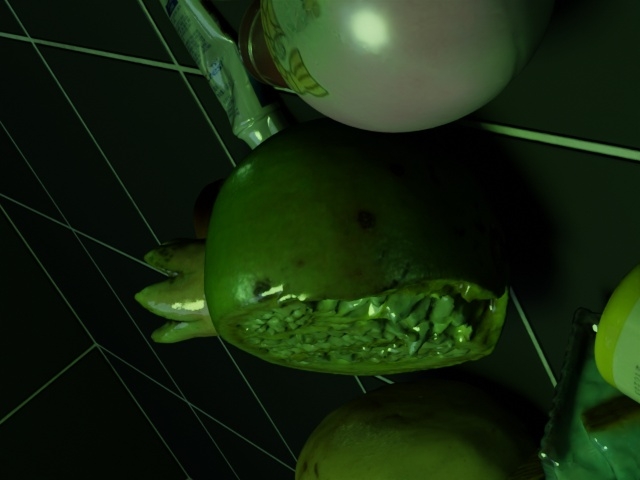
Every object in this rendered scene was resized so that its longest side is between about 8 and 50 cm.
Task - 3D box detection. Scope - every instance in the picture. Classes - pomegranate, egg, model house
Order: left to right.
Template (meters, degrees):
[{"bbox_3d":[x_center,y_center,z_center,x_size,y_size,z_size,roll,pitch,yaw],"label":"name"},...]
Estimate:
[{"bbox_3d":[0.000,0.000,1.191,0.358,0.216,0.309,-2,165,26],"label":"pomegranate"},{"bbox_3d":[0.055,-0.168,0.912,0.196,0.196,0.271,48,165,4],"label":"egg"},{"bbox_3d":[0.130,0.309,1.459,0.332,0.332,0.332,42,159,21],"label":"pomegranate"},{"bbox_3d":[0.253,0.203,1.142,0.280,0.230,0.249,65,-179,-47],"label":"model house"}]

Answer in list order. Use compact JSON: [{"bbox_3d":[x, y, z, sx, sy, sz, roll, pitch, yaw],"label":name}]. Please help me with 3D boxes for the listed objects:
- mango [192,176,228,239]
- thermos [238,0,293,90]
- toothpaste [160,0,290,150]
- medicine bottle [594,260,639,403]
[{"bbox_3d":[-0.037,-0.001,1.447,0.287,0.201,0.153,174,100,-75],"label":"mango"},{"bbox_3d":[0.034,-0.158,1.126,0.124,0.099,0.232,20,-177,-43],"label":"thermos"},{"bbox_3d":[-0.115,-0.204,1.426,0.266,0.061,0.096,57,161,0],"label":"toothpaste"},{"bbox_3d":[0.316,0.098,0.935,0.212,0.122,0.122,32,153,40],"label":"medicine bottle"}]
